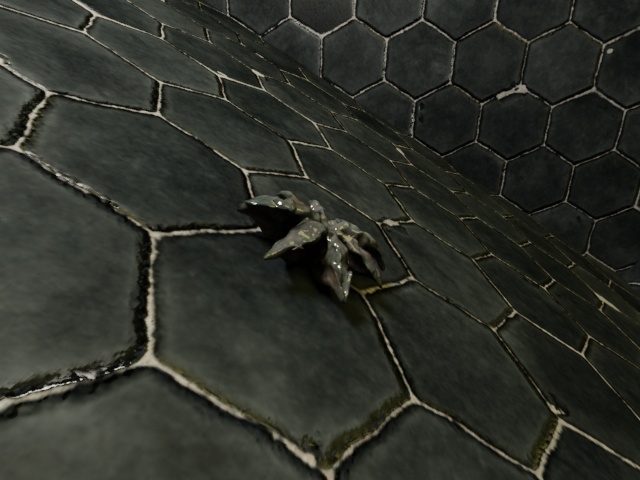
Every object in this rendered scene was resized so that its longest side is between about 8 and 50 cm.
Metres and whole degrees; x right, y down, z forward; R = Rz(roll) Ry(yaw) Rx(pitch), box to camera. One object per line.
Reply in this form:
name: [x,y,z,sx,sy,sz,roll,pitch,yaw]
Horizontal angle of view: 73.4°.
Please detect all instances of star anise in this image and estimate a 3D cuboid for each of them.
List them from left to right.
star anise: [0.000,0.000,0.508,0.205,0.061,0.180,31,26,-7]
